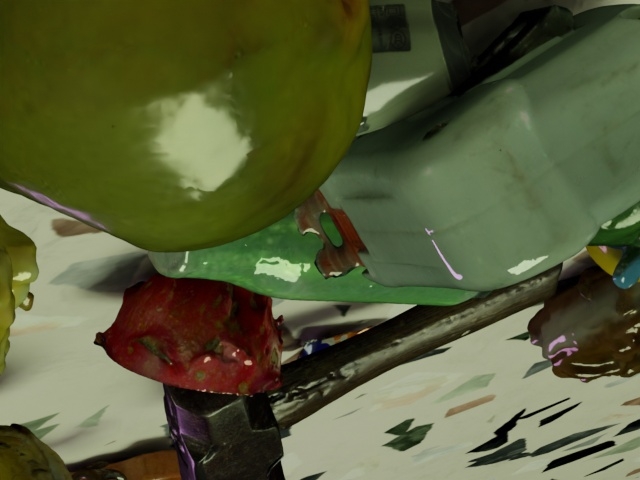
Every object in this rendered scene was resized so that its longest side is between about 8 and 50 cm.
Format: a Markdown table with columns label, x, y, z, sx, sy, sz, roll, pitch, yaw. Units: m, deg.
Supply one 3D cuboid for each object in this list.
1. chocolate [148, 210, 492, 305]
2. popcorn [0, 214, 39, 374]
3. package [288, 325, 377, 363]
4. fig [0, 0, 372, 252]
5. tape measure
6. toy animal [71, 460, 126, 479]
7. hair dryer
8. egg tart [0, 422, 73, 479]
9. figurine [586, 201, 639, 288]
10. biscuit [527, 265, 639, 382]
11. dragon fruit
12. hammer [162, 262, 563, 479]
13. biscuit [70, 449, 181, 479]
| label | x | y | z | sx | sy | sz | roll | pitch | yaw |
| --- | --- | --- | --- | --- | --- | --- | --- | --- | --- |
| chocolate | 0.000 | 0.000 | 1.302 | 0.291 | 0.110 | 0.110 | 1 | 152 | -41 |
| popcorn | -0.265 | 0.020 | 0.996 | 0.189 | 0.218 | 0.169 | -27 | 122 | -30 |
| package | 0.014 | 0.109 | 1.707 | 0.111 | 0.033 | 0.077 | -8 | 136 | -43 |
| fig | -0.083 | -0.091 | 0.797 | 0.207 | 0.207 | 0.230 | 1 | 159 | -46 |
| tape measure | 0.119 | -0.064 | 1.119 | 0.246 | 0.125 | 0.243 | -35 | -169 | -14 |
| toy animal | -0.341 | 0.287 | 1.725 | 0.260 | 0.087 | 0.243 | -7 | 171 | -36 |
| hair dryer | -0.050 | -0.111 | 1.003 | 0.219 | 0.088 | 0.225 | -25 | 148 | 26 |
| egg tart | -0.340 | 0.244 | 1.416 | 0.295 | 0.295 | 0.116 | -22 | 130 | 7 |
| figurine | 0.290 | -0.041 | 1.457 | 0.185 | 0.127 | 0.234 | -36 | 146 | 20 |
| biscuit | 0.411 | 0.061 | 1.843 | 0.366 | 0.115 | 0.268 | -1 | 153 | -46 |
| dragon fruit | -0.095 | 0.048 | 1.359 | 0.153 | 0.111 | 0.153 | 11 | -172 | -1 |
| hammer | 0.044 | 0.106 | 1.628 | 0.409 | 0.095 | 0.242 | -27 | 146 | -11 |
| biscuit | -0.245 | 0.297 | 1.945 | 0.284 | 0.043 | 0.306 | -3 | 156 | -39 |
